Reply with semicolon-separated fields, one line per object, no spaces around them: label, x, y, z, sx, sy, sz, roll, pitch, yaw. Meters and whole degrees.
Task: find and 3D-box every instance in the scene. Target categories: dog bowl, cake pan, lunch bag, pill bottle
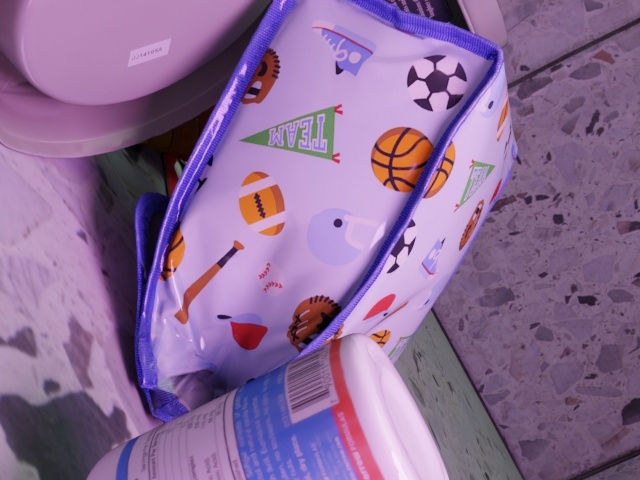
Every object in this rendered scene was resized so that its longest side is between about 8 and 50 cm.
dog bowl;-0.137;-0.216;0.740;0.102;0.349;0.349;54;7;17
cake pan;0.198;-0.391;1.414;0.293;0.054;0.293;62;8;-15
lunch bag;0.000;0.000;0.890;0.239;0.385;0.328;27;-1;19
pill bottle;-0.049;0.149;0.512;0.124;0.221;0.124;59;11;-19

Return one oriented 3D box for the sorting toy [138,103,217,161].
sorting toy;-0.087;-0.181;0.991;0.126;0.365;0.127;-20;79;-48

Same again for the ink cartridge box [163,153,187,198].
ink cartridge box;-0.100;-0.028;1.193;0.261;0.066;0.296;55;13;-42

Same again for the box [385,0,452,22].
box;-0.055;-0.374;1.356;0.212;0.395;0.293;68;8;29
